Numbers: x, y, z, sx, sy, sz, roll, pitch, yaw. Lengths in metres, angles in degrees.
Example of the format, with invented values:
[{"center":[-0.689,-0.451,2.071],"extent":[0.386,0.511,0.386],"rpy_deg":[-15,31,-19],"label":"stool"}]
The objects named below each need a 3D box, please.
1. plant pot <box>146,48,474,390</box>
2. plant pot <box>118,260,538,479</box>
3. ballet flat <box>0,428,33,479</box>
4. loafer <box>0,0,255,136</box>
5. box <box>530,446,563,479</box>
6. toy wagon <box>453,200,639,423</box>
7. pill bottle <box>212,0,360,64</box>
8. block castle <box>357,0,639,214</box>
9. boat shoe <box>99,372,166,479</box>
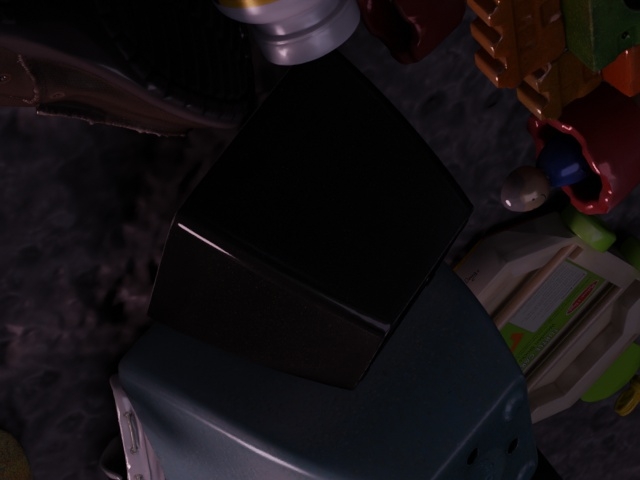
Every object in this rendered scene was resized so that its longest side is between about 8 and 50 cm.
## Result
[{"center":[0.000,0.000,1.303],"extent":[0.188,0.167,0.187],"rpy_deg":[-53,174,-27],"label":"plant pot"},{"center":[0.033,0.140,1.443],"extent":[0.248,0.252,0.247],"rpy_deg":[-47,146,-24],"label":"plant pot"},{"center":[-0.305,0.313,1.515],"extent":[0.123,0.123,0.348],"rpy_deg":[-4,130,-36],"label":"ballet flat"},{"center":[-0.186,-0.148,1.163],"extent":[0.130,0.133,0.366],"rpy_deg":[-17,158,36],"label":"loafer"},{"center":[0.145,0.343,1.884],"extent":[0.163,0.142,0.247],"rpy_deg":[0,127,-37],"label":"box"},{"center":[0.226,0.100,1.762],"extent":[0.267,0.068,0.344],"rpy_deg":[-49,142,13],"label":"toy wagon"},{"center":[-0.041,-0.209,1.173],"extent":[0.103,0.103,0.184],"rpy_deg":[-32,126,-7],"label":"pill bottle"},{"center":[0.115,-0.244,1.139],"extent":[0.213,0.303,0.453],"rpy_deg":[-35,143,-15],"label":"block castle"},{"center":[-0.156,0.191,1.554],"extent":[0.076,0.083,0.226],"rpy_deg":[-5,124,-15],"label":"boat shoe"}]
